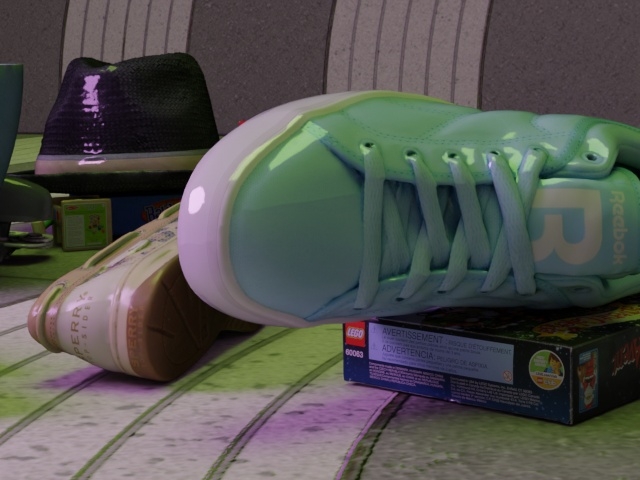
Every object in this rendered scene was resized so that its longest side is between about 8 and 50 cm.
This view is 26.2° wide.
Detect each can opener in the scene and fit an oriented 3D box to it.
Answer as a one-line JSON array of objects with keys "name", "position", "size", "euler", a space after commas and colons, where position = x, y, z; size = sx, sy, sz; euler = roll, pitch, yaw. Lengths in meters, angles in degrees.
[{"name": "can opener", "position": [-0.403, -0.029, 1.379], "size": [0.284, 0.095, 0.076], "euler": [6, 8, 9]}]

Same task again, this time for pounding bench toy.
[{"name": "pounding bench toy", "position": [-0.268, -0.019, 1.448], "size": [0.083, 0.052, 0.065], "euler": [-4, 8, -22]}]

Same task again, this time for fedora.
[{"name": "fedora", "position": [-0.220, -0.138, 1.591], "size": [0.334, 0.152, 0.334], "euler": [-2, 5, 0]}]

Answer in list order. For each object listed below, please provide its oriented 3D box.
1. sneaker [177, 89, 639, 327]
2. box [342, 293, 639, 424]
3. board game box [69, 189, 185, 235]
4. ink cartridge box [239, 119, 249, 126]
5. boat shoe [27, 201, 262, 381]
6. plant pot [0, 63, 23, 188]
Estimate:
[{"name": "sneaker", "position": [0.099, -0.022, 0.770], "size": [0.366, 0.135, 0.150], "euler": [-9, 7, -39]}, {"name": "box", "position": [0.148, 0.056, 0.852], "size": [0.159, 0.044, 0.233], "euler": [5, 10, 41]}, {"name": "board game box", "position": [-0.181, -0.038, 1.599], "size": [0.210, 0.047, 0.160], "euler": [-3, 7, -15]}, {"name": "ink cartridge box", "position": [-0.018, -0.053, 1.356], "size": [0.078, 0.134, 0.231], "euler": [-6, 8, -26]}, {"name": "boat shoe", "position": [-0.097, 0.020, 0.942], "size": [0.089, 0.104, 0.285], "euler": [4, 9, 16]}, {"name": "plant pot", "position": [-0.407, -0.058, 1.222], "size": [0.290, 0.195, 0.290], "euler": [-1, 8, 0]}]
